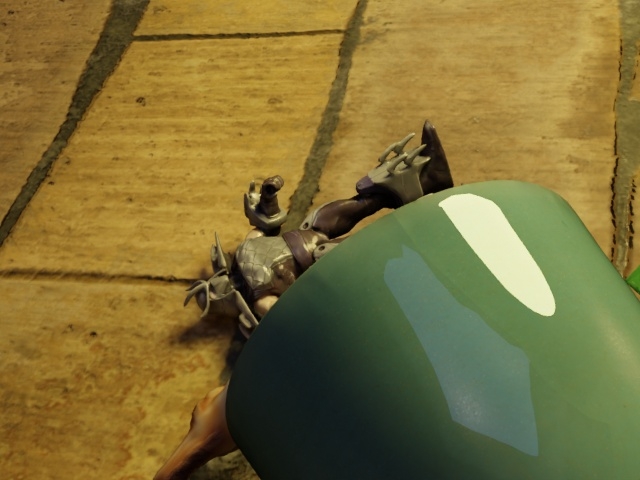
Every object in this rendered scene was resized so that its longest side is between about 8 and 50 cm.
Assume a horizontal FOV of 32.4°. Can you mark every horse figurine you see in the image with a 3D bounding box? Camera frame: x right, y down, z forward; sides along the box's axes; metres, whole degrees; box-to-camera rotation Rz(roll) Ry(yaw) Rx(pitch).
[{"bbox_3d":[-0.030,0.117,0.869,0.263,0.066,0.174,-31,4,38],"label":"horse figurine"}]

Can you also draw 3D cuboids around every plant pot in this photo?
[{"bbox_3d":[0.117,0.147,0.720,0.293,0.293,0.235,-25,52,-12],"label":"plant pot"}]

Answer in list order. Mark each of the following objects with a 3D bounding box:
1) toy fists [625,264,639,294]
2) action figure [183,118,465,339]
[{"bbox_3d":[0.336,0.057,0.696,0.142,0.096,0.279,-48,51,9],"label":"toy fists"},{"bbox_3d":[0.000,0.000,1.039,0.285,0.099,0.185,-24,52,-5],"label":"action figure"}]
